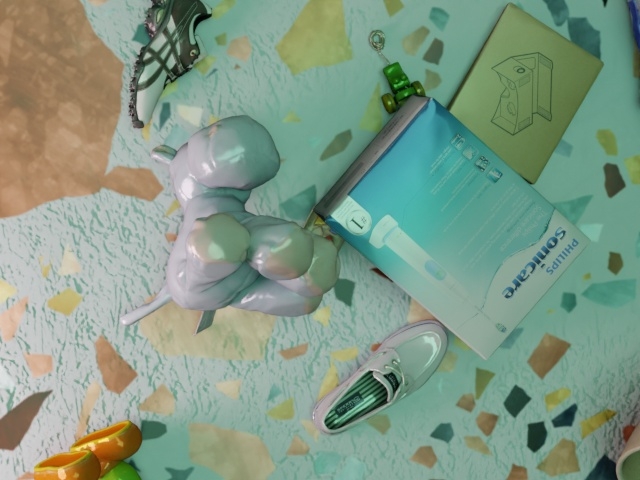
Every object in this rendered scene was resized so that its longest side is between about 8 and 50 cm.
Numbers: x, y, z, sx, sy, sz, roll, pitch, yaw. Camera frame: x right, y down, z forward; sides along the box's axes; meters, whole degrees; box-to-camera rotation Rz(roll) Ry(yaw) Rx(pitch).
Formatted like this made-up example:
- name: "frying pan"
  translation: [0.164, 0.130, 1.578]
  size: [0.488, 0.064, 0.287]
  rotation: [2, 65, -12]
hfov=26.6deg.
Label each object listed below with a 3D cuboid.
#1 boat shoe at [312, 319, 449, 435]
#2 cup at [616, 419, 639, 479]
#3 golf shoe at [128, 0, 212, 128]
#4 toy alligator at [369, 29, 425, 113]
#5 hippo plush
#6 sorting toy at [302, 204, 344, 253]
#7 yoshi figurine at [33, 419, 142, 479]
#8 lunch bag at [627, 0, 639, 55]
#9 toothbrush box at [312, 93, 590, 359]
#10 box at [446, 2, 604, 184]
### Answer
- name: "boat shoe"
  translation: [0.091, 0.196, 1.863]
  size: [0.226, 0.076, 0.083]
  rotation: [-41, 96, -5]
- name: "cup"
  translation: [0.593, 0.257, 1.834]
  size: [0.331, 0.331, 0.237]
  rotation: [28, 63, -7]
- name: "golf shoe"
  translation: [-0.202, -0.240, 1.819]
  size: [0.094, 0.077, 0.198]
  rotation: [15, 90, -7]
- name: "toy alligator"
  translation: [0.114, -0.205, 1.871]
  size: [0.056, 0.051, 0.189]
  rotation: [-24, 94, -7]
- name: "hippo plush"
  translation: [-0.104, -0.029, 1.790]
  size: [0.234, 0.294, 0.236]
  rotation: [10, 63, -26]
- name: "sorting toy"
  translation: [0.000, 0.000, 1.880]
  size: [0.062, 0.012, 0.083]
  rotation: [28, 87, -7]
- name: "yoshi figurine"
  translation: [-0.225, 0.427, 1.773]
  size: [0.203, 0.203, 0.362]
  rotation: [-21, 96, -13]
- name: "lunch bag"
  translation: [0.557, -0.282, 1.897]
  size: [0.243, 0.115, 0.303]
  rotation: [-14, 92, -4]
- name: "toothbrush box"
  translation: [0.173, -0.020, 1.813]
  size: [0.295, 0.126, 0.216]
  rotation: [40, 92, -11]
- name: "box"
  translation: [0.281, -0.205, 1.901]
  size: [0.164, 0.021, 0.201]
  rotation: [31, 87, -11]
